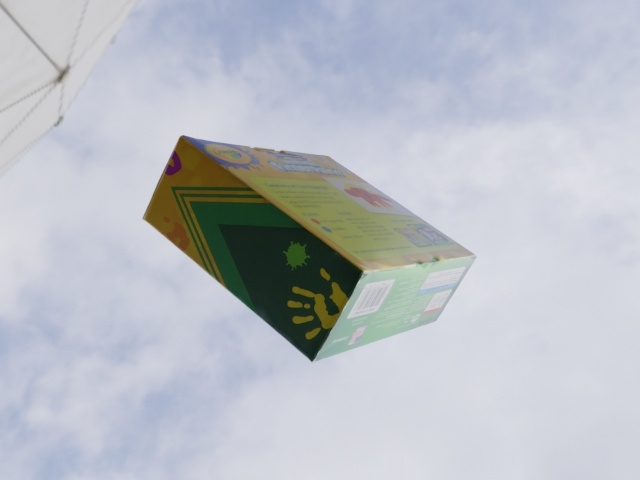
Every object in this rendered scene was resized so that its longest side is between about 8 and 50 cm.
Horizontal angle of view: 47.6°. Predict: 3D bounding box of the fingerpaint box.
[{"bbox_3d":[0.000,0.000,1.208,0.371,0.445,0.163,37,-71,24],"label":"fingerpaint box"}]
